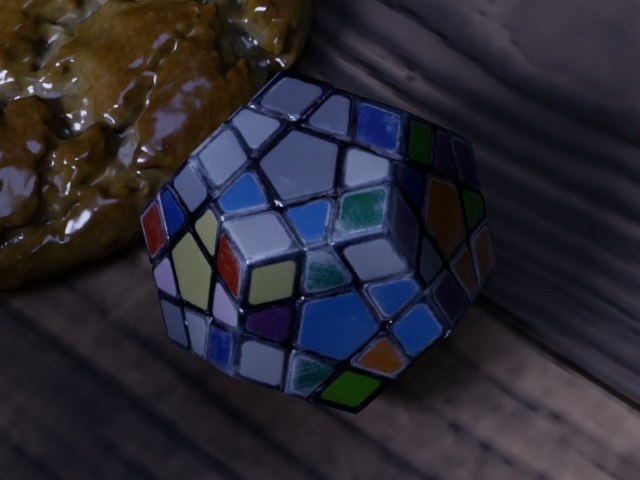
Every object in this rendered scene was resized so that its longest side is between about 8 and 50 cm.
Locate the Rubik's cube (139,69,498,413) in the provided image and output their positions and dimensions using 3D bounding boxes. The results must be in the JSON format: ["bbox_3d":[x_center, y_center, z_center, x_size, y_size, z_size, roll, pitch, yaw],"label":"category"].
[{"bbox_3d":[0.000,0.000,0.565,0.111,0.093,0.111,-3,59,4],"label":"Rubik's cube"}]

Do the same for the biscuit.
[{"bbox_3d":[-0.114,-0.082,0.656,0.225,0.042,0.226,-3,61,5],"label":"biscuit"}]
